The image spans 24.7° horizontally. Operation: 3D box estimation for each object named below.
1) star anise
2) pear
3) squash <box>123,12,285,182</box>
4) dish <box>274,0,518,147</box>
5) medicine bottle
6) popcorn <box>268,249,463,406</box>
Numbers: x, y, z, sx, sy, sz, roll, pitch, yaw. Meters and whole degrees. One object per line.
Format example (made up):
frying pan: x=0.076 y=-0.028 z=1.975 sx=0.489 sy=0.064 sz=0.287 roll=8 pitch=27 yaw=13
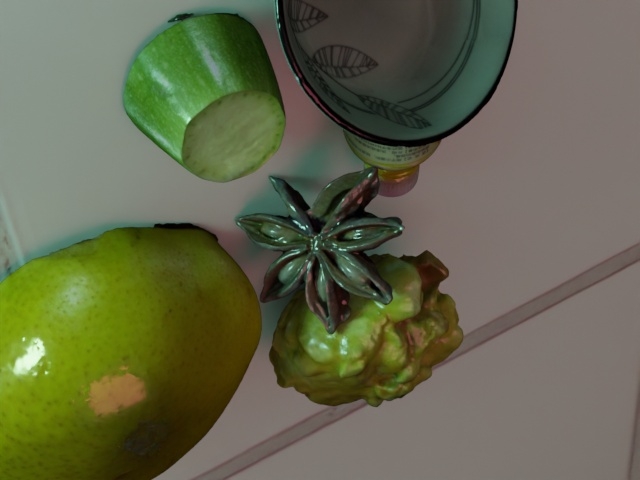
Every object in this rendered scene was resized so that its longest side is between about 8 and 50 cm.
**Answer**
star anise: x=0.007 y=0.015 z=1.725 sx=0.073 sy=0.212 sz=0.197 roll=-26 pitch=110 yaw=-65
pear: x=-0.231 y=0.168 z=1.681 sx=0.386 sy=0.191 sz=0.340 roll=-30 pitch=141 yaw=-12
squash: x=-0.114 y=-0.146 z=1.536 sx=0.170 sy=0.123 sz=0.170 roll=-17 pitch=136 yaw=-18
dish: x=0.061 y=-0.252 z=1.532 sx=0.316 sy=0.106 sz=0.316 roll=-4 pitch=97 yaw=-34
medicine bottle: x=0.085 y=-0.135 z=1.700 sx=0.122 sy=0.122 sz=0.212 roll=-28 pitch=151 yaw=-15
popcorn: x=0.057 y=0.100 z=1.856 sx=0.233 sy=0.192 sz=0.266 roll=7 pitch=139 yaw=-35
